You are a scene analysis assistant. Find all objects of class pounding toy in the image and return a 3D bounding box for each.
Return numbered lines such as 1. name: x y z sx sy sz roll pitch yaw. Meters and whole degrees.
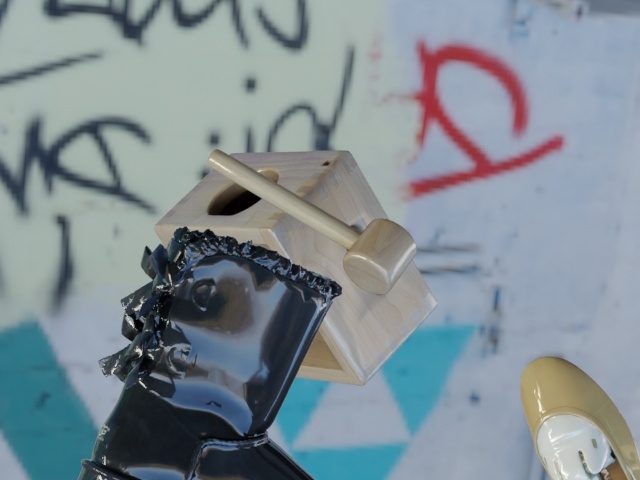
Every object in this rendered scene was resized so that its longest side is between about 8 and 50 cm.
1. pounding toy: -0.001 -0.007 1.094 0.206 0.181 0.094 2 -140 50

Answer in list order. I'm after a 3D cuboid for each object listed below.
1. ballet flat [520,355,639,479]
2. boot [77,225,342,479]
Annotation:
1. ballet flat: 0.232 0.204 1.437 0.080 0.232 0.073 -28 -175 27
2. boot: -0.020 0.056 0.597 0.121 0.099 0.045 23 175 -24
